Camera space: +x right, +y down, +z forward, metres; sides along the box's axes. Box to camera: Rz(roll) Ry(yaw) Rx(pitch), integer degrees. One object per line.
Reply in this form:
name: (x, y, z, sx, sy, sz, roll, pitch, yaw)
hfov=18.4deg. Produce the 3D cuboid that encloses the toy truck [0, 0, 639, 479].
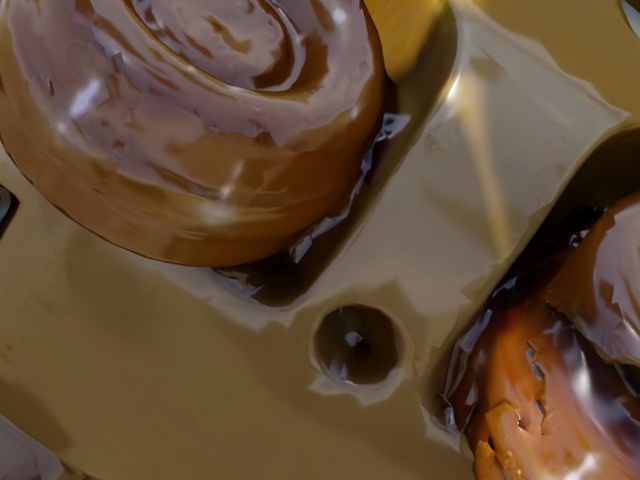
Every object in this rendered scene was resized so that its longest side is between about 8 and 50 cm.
toy truck: (0.000, 0.000, 0.504, 0.288, 0.204, 0.211, 31, 40, -6)
